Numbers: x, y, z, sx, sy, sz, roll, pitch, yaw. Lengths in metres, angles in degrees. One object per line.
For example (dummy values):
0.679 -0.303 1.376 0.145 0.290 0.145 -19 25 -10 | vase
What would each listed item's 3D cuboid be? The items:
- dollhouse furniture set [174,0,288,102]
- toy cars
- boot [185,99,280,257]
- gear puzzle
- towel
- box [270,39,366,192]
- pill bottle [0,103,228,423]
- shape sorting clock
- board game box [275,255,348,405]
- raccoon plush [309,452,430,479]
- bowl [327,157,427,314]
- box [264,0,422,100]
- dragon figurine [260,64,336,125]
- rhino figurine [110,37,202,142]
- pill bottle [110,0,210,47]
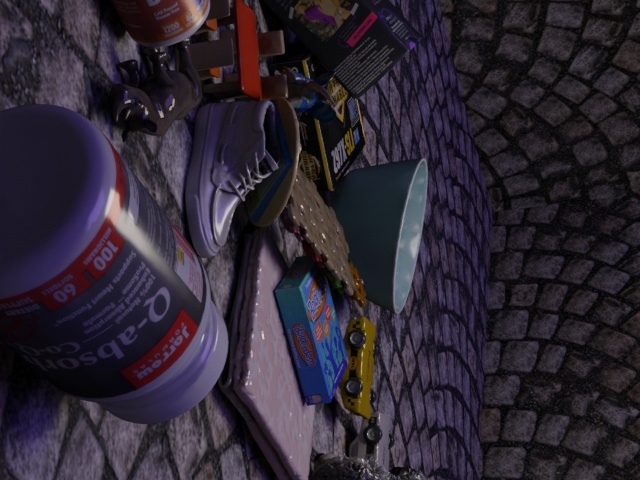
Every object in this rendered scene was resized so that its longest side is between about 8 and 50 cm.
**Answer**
-0.120 -0.350 1.994 0.262 0.135 0.259 17 67 -72 | dollhouse furniture set
0.072 0.338 2.460 0.176 0.087 0.393 -53 137 -60 | toy cars
-0.125 -0.100 1.894 0.095 0.123 0.258 53 34 -60 | boot
0.000 0.000 2.140 0.339 0.044 0.175 53 21 -45 | gear puzzle
-0.074 0.195 2.073 0.317 0.053 0.332 64 24 -45 | towel
0.001 -0.260 2.476 0.322 0.079 0.257 -56 139 -66 | box
-0.237 0.042 1.308 0.363 0.210 0.210 58 30 -54 | pill bottle
-0.079 -0.123 2.005 0.040 0.206 0.206 11 67 -29 | shape sorting clock
-0.012 0.147 2.133 0.160 0.047 0.210 -59 136 -66 | board game box
0.163 0.520 2.188 0.216 0.446 0.299 -61 156 -5 | raccoon plush
0.101 -0.020 2.485 0.311 0.163 0.311 9 90 -78 | bowl
0.039 -0.416 2.350 0.270 0.143 0.165 48 22 -5 | box
-0.020 -0.247 2.174 0.144 0.289 0.085 0 87 -35 | dragon figurine
-0.223 -0.195 1.701 0.243 0.073 0.106 -55 133 -64 | rhino figurine
-0.234 -0.365 1.646 0.216 0.121 0.121 64 25 -47 | pill bottle
